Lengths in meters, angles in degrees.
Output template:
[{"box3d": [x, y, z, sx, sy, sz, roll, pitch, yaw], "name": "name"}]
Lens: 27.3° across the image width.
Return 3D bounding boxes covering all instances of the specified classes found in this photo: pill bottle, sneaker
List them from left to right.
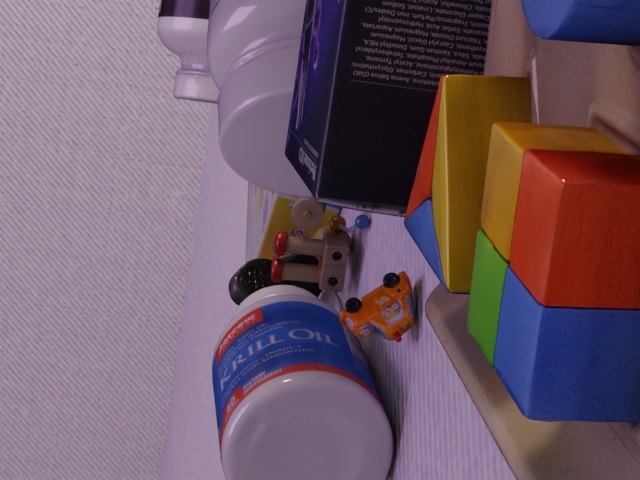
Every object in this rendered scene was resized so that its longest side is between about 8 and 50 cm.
[{"box3d": [-0.095, -0.323, 1.564, 0.181, 0.181, 0.323, -153, 69, -80], "name": "pill bottle"}, {"box3d": [-0.043, 0.050, 1.223, 0.089, 0.051, 0.170, -48, -14, 34], "name": "sneaker"}, {"box3d": [-0.021, 0.115, 1.017, 0.221, 0.124, 0.124, -114, 31, -70], "name": "pill bottle"}, {"box3d": [-0.006, -0.186, 1.017, 0.160, 0.160, 0.283, 112, 163, -57], "name": "pill bottle"}]

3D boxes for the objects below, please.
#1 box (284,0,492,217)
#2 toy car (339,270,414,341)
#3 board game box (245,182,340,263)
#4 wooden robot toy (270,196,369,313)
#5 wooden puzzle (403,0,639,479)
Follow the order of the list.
[{"box3d": [0.051, -0.129, 0.802, 0.153, 0.108, 0.207, -125, 43, -75], "name": "box"}, {"box3d": [0.049, 0.032, 0.881, 0.040, 0.060, 0.122, 55, 158, 24], "name": "toy car"}, {"box3d": [-0.020, -0.109, 1.330, 0.316, 0.064, 0.242, 111, 163, -55], "name": "board game box"}, {"box3d": [0.000, 0.000, 1.149, 0.079, 0.076, 0.173, -78, -1, -69], "name": "wooden robot toy"}, {"box3d": [0.100, -0.078, 0.567, 0.322, 0.080, 0.348, -112, 30, -70], "name": "wooden puzzle"}]
